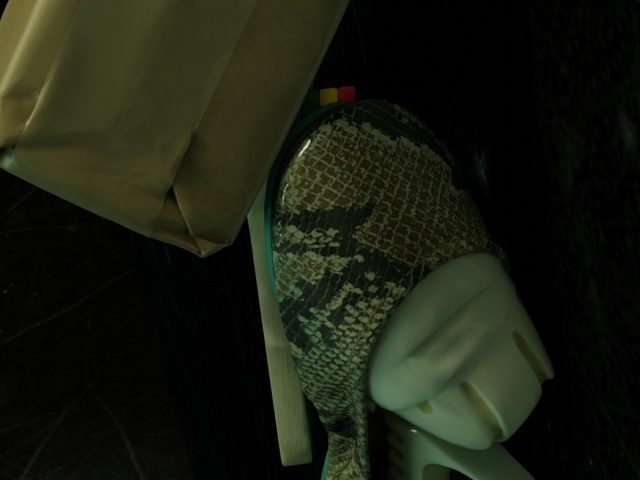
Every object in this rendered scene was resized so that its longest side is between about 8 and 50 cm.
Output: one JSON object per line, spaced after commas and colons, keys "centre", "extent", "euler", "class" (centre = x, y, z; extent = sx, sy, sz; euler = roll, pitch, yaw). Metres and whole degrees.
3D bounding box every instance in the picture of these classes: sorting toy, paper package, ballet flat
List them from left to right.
{"centre": [-0.084, -0.194, 1.102], "extent": [0.309, 0.168, 0.325], "euler": [-64, 15, 12], "class": "paper package"}
{"centre": [0.000, 0.000, 1.353], "extent": [0.255, 0.089, 0.257], "euler": [-91, -5, -65], "class": "sorting toy"}
{"centre": [0.077, 0.110, 1.160], "extent": [0.182, 0.164, 0.483], "euler": [42, 154, 32], "class": "ballet flat"}

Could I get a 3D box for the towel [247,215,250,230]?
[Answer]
{"centre": [-0.029, 0.004, 1.741], "extent": [0.248, 0.038, 0.325], "euler": [-174, 73, -76], "class": "towel"}
